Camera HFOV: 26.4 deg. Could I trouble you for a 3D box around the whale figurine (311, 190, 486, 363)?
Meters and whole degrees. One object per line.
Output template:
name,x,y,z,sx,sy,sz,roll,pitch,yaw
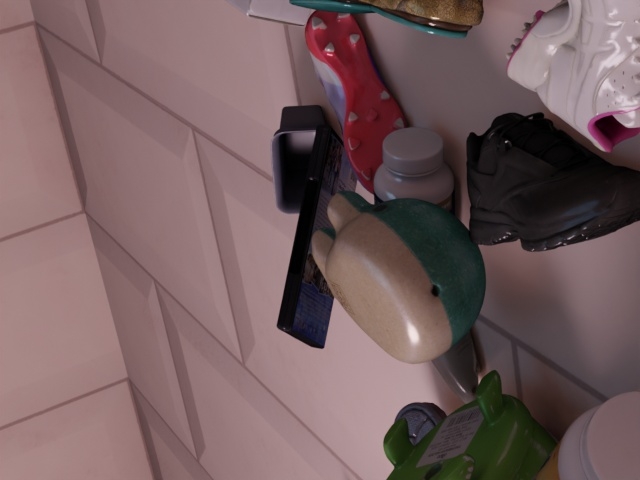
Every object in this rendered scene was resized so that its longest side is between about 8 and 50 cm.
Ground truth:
whale figurine,0.084,0.030,1.512,0.216,0.141,0.272,61,165,-14

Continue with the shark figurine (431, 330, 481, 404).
shark figurine,0.096,0.076,1.711,0.278,0.116,0.166,48,149,41

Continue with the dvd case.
dvd case,0.000,0.000,1.697,0.180,0.022,0.253,41,-120,-72

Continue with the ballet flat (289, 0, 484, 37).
ballet flat,0.069,-0.289,1.458,0.348,0.123,0.123,28,135,61

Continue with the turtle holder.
turtle holder,0.175,0.325,1.502,0.227,0.243,0.320,47,-159,-12

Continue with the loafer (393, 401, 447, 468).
loafer,0.183,0.351,1.776,0.109,0.095,0.302,-28,78,35

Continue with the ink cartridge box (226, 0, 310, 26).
ink cartridge box,-0.078,-0.372,1.676,0.212,0.093,0.154,44,122,51

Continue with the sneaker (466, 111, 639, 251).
sneaker,0.210,-0.061,1.309,0.286,0.109,0.130,3,108,67

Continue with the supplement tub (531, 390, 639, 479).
supplement tub,0.289,0.244,1.333,0.144,0.144,0.199,60,157,25

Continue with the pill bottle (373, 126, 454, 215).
pill bottle,0.109,-0.042,1.585,0.094,0.094,0.169,47,150,46

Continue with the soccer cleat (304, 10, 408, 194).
soccer cleat,0.045,-0.169,1.667,0.095,0.083,0.248,116,133,-83

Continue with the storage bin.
storage bin,-0.016,-0.117,1.854,0.091,0.098,0.135,-91,-2,-51

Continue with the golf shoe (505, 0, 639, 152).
golf shoe,0.255,-0.177,1.103,0.140,0.115,0.306,54,163,11
